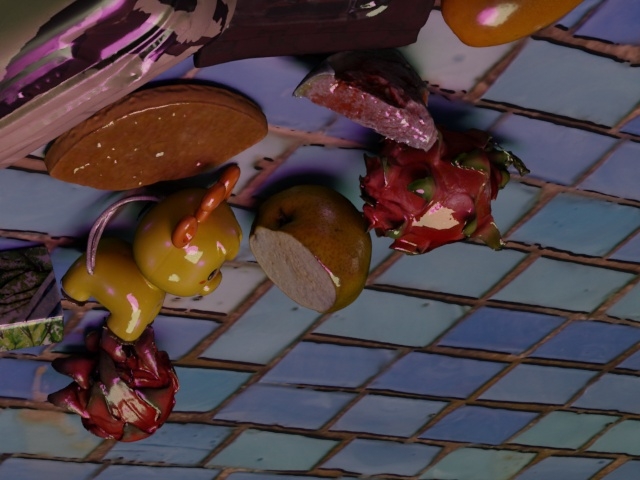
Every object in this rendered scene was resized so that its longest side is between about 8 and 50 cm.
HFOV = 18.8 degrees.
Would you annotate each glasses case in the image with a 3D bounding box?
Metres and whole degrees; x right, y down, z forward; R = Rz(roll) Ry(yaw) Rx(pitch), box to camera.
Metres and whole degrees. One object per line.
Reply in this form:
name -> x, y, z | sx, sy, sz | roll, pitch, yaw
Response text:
glasses case -> -0.401, 0.072, 1.950 | 0.272, 0.095, 0.062 | -9, 144, -17

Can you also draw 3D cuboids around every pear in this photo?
pear -> 0.000, 0.000, 2.025 | 0.104, 0.141, 0.141 | -48, 159, -23

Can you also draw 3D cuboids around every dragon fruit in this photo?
dragon fruit -> -0.223, 0.161, 2.187 | 0.121, 0.130, 0.142 | 3, 165, 34
dragon fruit -> 0.136, -0.052, 1.999 | 0.135, 0.137, 0.236 | 0, 178, 43

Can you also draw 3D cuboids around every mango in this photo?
mango -> 0.196, -0.242, 1.783 | 0.184, 0.085, 0.102 | -29, 150, -5

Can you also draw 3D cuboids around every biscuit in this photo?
biscuit -> -0.158, -0.101, 1.866 | 0.220, 0.029, 0.142 | -13, 151, -8

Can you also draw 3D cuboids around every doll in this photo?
doll -> -0.155, 0.002, 1.959 | 0.221, 0.135, 0.143 | -45, -178, 33

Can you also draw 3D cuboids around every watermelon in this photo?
watermelon -> 0.070, -0.136, 1.849 | 0.187, 0.139, 0.071 | 5, 117, -50

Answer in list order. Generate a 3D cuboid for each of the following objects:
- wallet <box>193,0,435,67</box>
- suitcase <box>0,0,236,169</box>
wallet -> 0.008, -0.227, 1.736 | 0.229, 0.049, 0.182 | -6, 145, -23
suitcase -> -0.261, -0.219, 1.299 | 0.339, 0.351, 0.194 | -29, 165, 20
